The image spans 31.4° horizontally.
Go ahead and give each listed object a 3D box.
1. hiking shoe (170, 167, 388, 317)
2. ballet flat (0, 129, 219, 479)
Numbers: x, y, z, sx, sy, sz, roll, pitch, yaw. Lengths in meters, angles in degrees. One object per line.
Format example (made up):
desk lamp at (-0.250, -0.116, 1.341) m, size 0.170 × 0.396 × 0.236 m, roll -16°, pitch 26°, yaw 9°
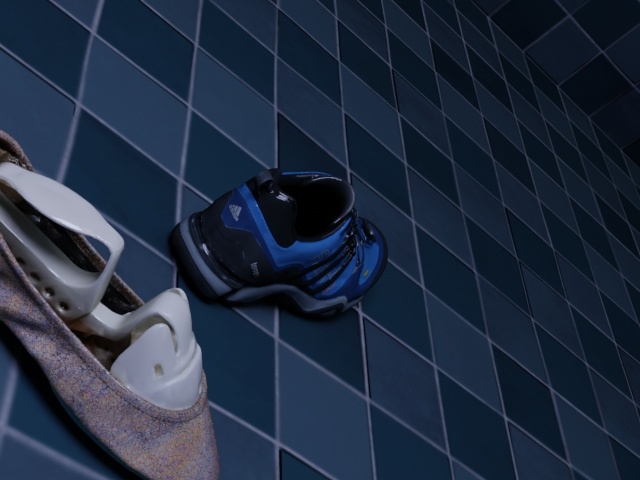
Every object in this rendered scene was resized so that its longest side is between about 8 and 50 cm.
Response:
hiking shoe at (0.000, 0.000, 1.085) m, size 0.304 × 0.132 × 0.113 m, roll -1°, pitch 58°, yaw -59°
ballet flat at (-0.158, 0.050, 0.795) m, size 0.316 × 0.106 × 0.107 m, roll 47°, pitch 26°, yaw -12°
